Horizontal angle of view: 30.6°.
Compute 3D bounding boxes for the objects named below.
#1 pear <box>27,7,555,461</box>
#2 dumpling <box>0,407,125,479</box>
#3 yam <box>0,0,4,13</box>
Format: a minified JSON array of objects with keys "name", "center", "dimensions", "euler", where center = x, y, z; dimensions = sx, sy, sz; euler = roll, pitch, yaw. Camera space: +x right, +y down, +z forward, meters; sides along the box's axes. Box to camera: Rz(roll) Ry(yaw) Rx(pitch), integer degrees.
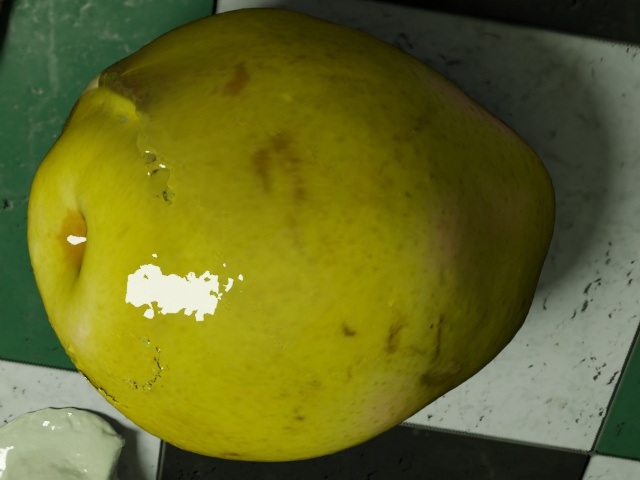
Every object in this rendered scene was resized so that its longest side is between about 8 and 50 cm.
[{"name":"pear","center":[-0.012,-0.001,0.743],"dimensions":[0.285,0.336,0.284],"euler":[-2,86,34]},{"name":"dumpling","center":[-0.239,0.259,0.976],"dimensions":[0.166,0.126,0.215],"euler":[8,123,9]},{"name":"yam","center":[-0.230,-0.144,0.779],"dimensions":[0.032,0.032,0.145],"euler":[20,120,-9]}]
